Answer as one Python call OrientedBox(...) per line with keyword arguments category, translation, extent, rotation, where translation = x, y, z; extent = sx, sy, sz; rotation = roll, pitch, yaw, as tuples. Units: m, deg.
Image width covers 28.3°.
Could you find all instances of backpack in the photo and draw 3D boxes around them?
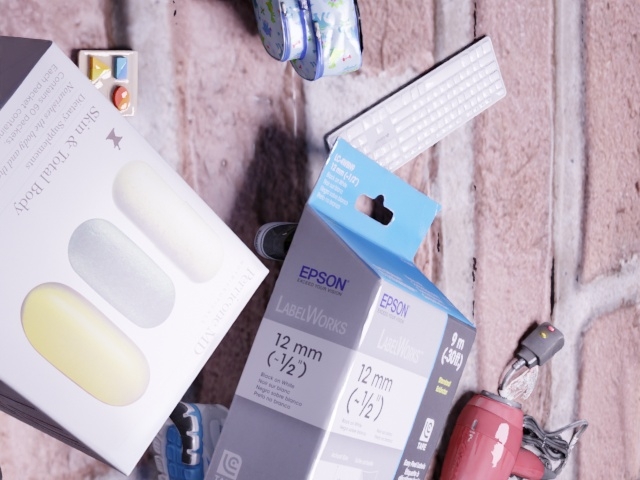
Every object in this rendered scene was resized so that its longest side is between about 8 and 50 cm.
OrientedBox(category="backpack", translation=(-0.013, -0.204, 1.159), extent=(0.084, 0.105, 0.114), rotation=(-20, 116, -13))

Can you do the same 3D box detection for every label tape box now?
OrientedBox(category="label tape box", translation=(0.048, 0.106, 1.234), extent=(0.249, 0.115, 0.347), rotation=(28, 83, -59))

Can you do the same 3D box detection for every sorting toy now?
OrientedBox(category="sorting toy", translation=(-0.180, -0.121, 1.085), extent=(0.062, 0.012, 0.083), rotation=(-8, 104, -41))

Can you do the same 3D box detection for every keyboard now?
OrientedBox(category="keyboard", translation=(0.106, -0.133, 1.341), extent=(0.256, 0.014, 0.072), rotation=(-35, 121, -32))

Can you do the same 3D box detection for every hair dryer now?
OrientedBox(category="hair dryer", translation=(0.231, 0.260, 1.500), extent=(0.293, 0.080, 0.223), rotation=(-39, 124, -29))

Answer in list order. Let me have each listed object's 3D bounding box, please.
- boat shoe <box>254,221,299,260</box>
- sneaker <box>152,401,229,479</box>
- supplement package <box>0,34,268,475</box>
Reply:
OrientedBox(category="boat shoe", translation=(0.000, 0.000, 1.257), extent=(0.142, 0.040, 0.049), rotation=(-9, 105, -41))
OrientedBox(category="sneaker", translation=(-0.112, 0.243, 1.195), extent=(0.083, 0.071, 0.190), rotation=(-1, 101, -48))
OrientedBox(category="supplement package", translation=(-0.221, 0.006, 0.950), extent=(0.199, 0.198, 0.262), rotation=(-56, 130, -18))
